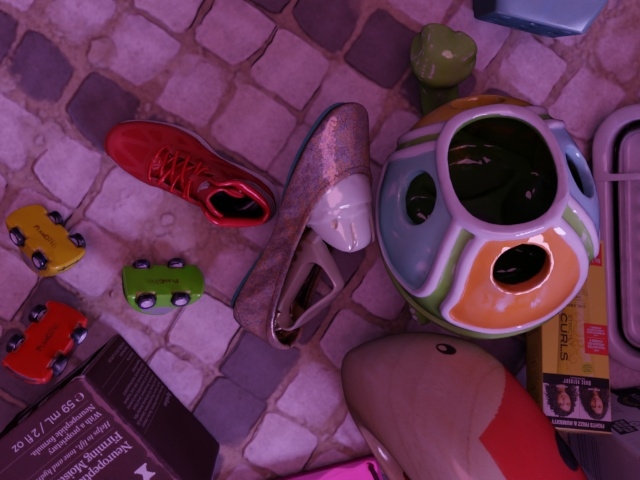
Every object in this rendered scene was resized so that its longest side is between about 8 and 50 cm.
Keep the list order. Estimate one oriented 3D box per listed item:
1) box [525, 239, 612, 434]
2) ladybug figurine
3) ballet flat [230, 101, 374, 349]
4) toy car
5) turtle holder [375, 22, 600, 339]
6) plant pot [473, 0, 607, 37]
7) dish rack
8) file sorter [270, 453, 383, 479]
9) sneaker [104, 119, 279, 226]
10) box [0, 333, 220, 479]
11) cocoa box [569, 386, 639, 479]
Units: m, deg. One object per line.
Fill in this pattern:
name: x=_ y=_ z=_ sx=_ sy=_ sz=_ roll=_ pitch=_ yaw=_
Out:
box: x=0.296 y=0.112 z=0.831 sx=0.088 sy=0.058 sz=0.232 roll=7 pitch=71 yaw=-3
ladybug figurine: x=0.193 y=0.282 z=0.778 sx=0.162 sy=0.305 sz=0.449 roll=-34 pitch=101 yaw=-12
ballet flat: x=0.000 y=0.000 z=0.778 sx=0.106 sy=0.108 sz=0.315 roll=44 pitch=125 yaw=28
toy car: x=-0.251 y=0.063 z=0.812 sx=0.225 sy=0.238 sz=0.053 roll=0 pitch=141 yaw=-25
turtle holder: x=0.185 y=-0.062 z=0.744 sx=0.244 sy=0.227 sz=0.320 roll=14 pitch=73 yaw=11
plant pot: x=0.262 y=-0.356 z=0.768 sx=0.166 sy=0.165 sz=0.234 roll=13 pitch=104 yaw=-5
dish rack: x=0.477 y=-0.001 z=0.807 sx=0.286 sy=0.072 sz=0.332 roll=1 pitch=99 yaw=38
file sorter: x=0.013 y=0.439 z=0.809 sx=0.202 sy=0.182 sz=0.290 roll=-14 pitch=87 yaw=-3
sneaker: x=-0.149 y=-0.080 z=0.790 sx=0.221 sy=0.128 sz=0.086 roll=20 pitch=95 yaw=-7
box: x=-0.251 y=0.252 z=0.806 sx=0.168 sy=0.167 sz=0.203 roll=-40 pitch=98 yaw=2
cocoa box: x=0.462 y=0.317 z=0.762 sx=0.228 sy=0.347 sz=0.231 roll=-10 pitch=96 yaw=-2
